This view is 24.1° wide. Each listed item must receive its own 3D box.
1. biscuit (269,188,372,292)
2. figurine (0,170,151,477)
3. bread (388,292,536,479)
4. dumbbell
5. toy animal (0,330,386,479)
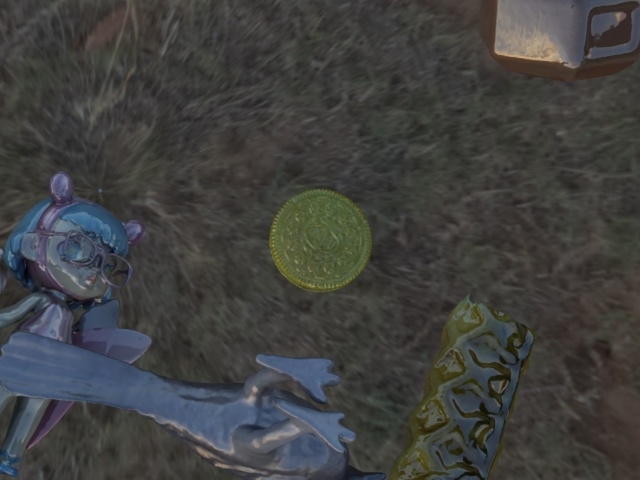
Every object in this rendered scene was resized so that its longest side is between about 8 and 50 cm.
[{"bbox_3d":[0.000,0.000,1.213,0.084,0.023,0.084,1,80,-8],"label":"biscuit"},{"bbox_3d":[-0.260,0.067,1.294,0.205,0.103,0.260,31,70,-32],"label":"figurine"},{"bbox_3d":[0.119,0.186,1.352,0.087,0.098,0.269,16,67,12],"label":"bread"},{"bbox_3d":[0.127,-0.195,0.747,0.092,0.082,0.231,-12,116,-28],"label":"dumbbell"},{"bbox_3d":[-0.055,0.144,1.188,0.367,0.206,0.081,26,62,-27],"label":"toy animal"}]
